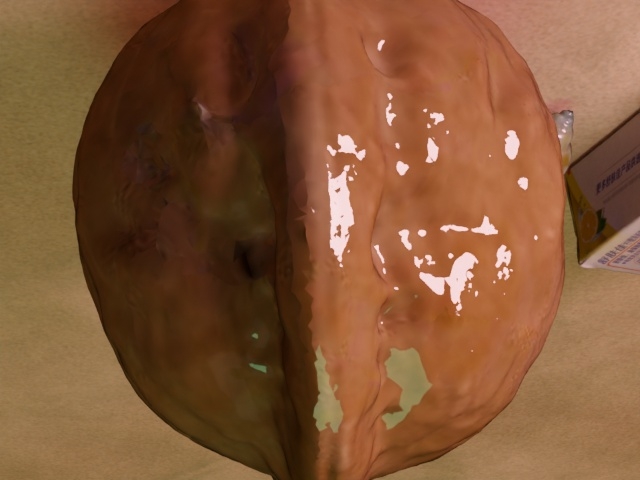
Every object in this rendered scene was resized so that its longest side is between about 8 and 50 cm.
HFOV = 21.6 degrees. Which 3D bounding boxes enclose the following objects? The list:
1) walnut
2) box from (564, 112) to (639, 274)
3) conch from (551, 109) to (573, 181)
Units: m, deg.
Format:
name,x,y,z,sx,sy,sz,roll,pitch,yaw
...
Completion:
name,x,y,z,sx,sy,sz,roll,pitch,yaw
walnut,0.007,-0.014,1.215,0.384,0.383,0.383,-2,154,-1
box,0.353,-0.061,1.453,0.168,0.097,0.265,9,151,-22
conch,0.150,-0.039,1.481,0.116,0.106,0.173,-16,180,-24
